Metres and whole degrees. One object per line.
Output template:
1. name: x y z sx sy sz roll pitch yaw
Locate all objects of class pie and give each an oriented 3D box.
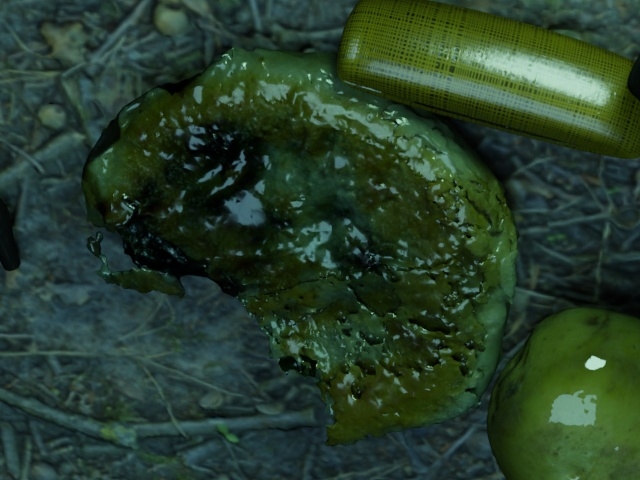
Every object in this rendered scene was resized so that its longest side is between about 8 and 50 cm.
1. pie: 0.000 0.000 1.363 0.371 0.078 0.296 37 121 -8

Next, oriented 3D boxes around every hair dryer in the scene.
1. hair dryer: -0.292 -0.012 1.462 0.083 0.031 0.079 8 132 25

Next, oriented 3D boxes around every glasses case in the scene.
1. glasses case: 0.129 -0.120 1.254 0.234 0.079 0.064 15 164 3

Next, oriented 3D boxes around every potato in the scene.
1. potato: 0.234 0.160 1.356 0.228 0.148 0.197 27 101 -10

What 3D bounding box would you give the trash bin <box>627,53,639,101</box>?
1. trash bin: 0.384 -0.060 1.151 0.334 0.214 0.214 40 121 -7
